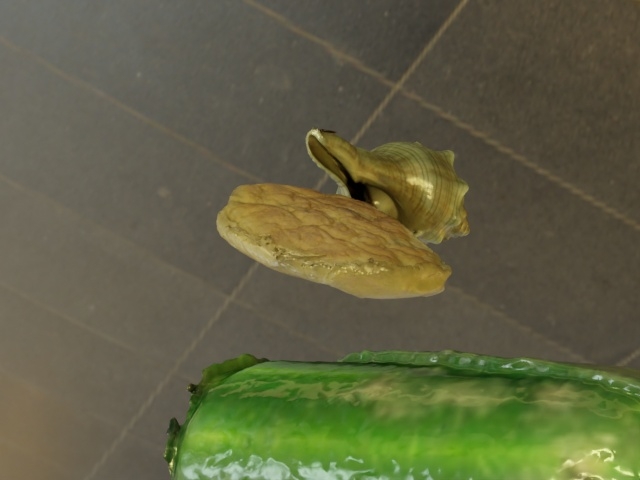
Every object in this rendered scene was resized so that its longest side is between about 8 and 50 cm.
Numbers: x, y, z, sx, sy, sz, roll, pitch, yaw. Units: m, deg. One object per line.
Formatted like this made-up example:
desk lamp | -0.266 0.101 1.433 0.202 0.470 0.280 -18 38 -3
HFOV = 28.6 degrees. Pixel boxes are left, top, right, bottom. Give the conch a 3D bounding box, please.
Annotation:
conch | 0.066 -0.036 1.279 0.233 0.137 0.114 0 177 -31

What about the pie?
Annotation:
pie | 0.001 -0.003 1.101 0.185 0.218 0.052 10 107 -30

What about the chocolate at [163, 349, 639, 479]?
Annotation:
chocolate | 0.073 0.089 0.437 0.291 0.110 0.110 -6 135 44
